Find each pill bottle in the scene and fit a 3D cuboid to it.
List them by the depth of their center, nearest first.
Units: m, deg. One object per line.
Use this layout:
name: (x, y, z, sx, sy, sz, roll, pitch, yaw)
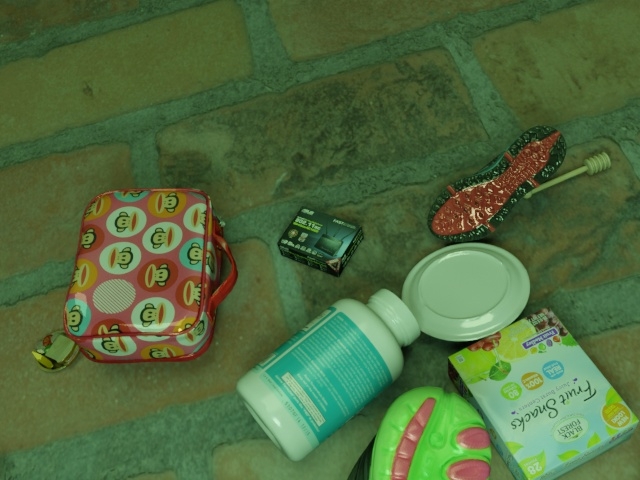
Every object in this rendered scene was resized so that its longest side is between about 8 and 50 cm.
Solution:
pill bottle: (0.019, 0.184, 1.106, 0.264, 0.146, 0.146, -37, 56, -15)

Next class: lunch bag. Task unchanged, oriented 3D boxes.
lunch bag: (-0.260, 0.049, 1.227, 0.258, 0.120, 0.293, -3, 55, 5)

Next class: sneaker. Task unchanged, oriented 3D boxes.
sneaker: (0.077, 0.417, 0.920, 0.185, 0.202, 0.483, 26, 78, 7)
sneaker: (0.300, -0.084, 1.284, 0.262, 0.125, 0.104, -36, 83, 11)

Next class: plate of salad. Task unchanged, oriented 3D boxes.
plate of salad: (0.227, 0.083, 1.194, 0.199, 0.048, 0.200, -11, 44, 11)

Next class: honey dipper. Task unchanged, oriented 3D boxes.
honey dipper: (0.421, -0.110, 1.312, 0.160, 0.030, 0.030, -22, 53, -3)

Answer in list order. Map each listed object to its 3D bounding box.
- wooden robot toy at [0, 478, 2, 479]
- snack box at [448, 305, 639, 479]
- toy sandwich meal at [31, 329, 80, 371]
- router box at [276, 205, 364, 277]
wooden robot toy: (-0.452, 0.415, 1.081, 0.079, 0.076, 0.173, 10, 62, -24)
snack box: (0.306, 0.220, 1.071, 0.174, 0.070, 0.207, -26, 55, -9)
toy sandwich meal: (-0.443, 0.182, 1.272, 0.085, 0.029, 0.086, -5, 54, 7)
router box: (0.000, 0.000, 1.310, 0.122, 0.038, 0.092, 20, 60, 24)
